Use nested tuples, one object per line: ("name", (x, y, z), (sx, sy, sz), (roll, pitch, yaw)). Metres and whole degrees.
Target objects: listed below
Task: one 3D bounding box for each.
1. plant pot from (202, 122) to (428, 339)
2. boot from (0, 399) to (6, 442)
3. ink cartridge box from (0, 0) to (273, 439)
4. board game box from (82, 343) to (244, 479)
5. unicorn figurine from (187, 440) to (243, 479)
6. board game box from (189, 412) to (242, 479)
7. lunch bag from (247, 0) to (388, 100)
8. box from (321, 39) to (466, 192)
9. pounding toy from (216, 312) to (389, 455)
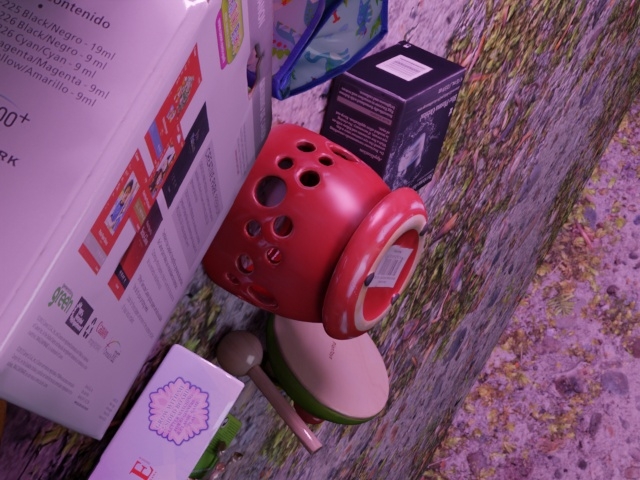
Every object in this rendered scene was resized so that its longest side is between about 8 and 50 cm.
("plant pot", (0.000, 0.000, 0.997), (0.191, 0.174, 0.191), (-46, 154, -30))
("boot", (-0.322, 0.223, 0.639), (0.295, 0.104, 0.211), (-64, 158, -6))
("ink cartridge box", (-0.142, -0.040, 0.579), (0.272, 0.130, 0.309), (-62, 175, -16))
("board game box", (-0.186, 0.238, 0.835), (0.318, 0.066, 0.319), (-58, -176, -11))
("unicorn figurine", (-0.130, 0.293, 1.128), (0.162, 0.060, 0.111), (15, 103, -51))
("board game box", (-0.187, 0.301, 1.115), (0.259, 0.039, 0.124), (-59, 158, -14))
("lunch bag", (-0.037, -0.179, 0.761), (0.151, 0.129, 0.096), (-47, 152, -29))
("box", (0.077, -0.128, 1.121), (0.156, 0.093, 0.158), (-34, 146, -50))
("pounding toy", (-0.030, 0.172, 1.181), (0.110, 0.183, 0.237), (-44, 168, 29))
